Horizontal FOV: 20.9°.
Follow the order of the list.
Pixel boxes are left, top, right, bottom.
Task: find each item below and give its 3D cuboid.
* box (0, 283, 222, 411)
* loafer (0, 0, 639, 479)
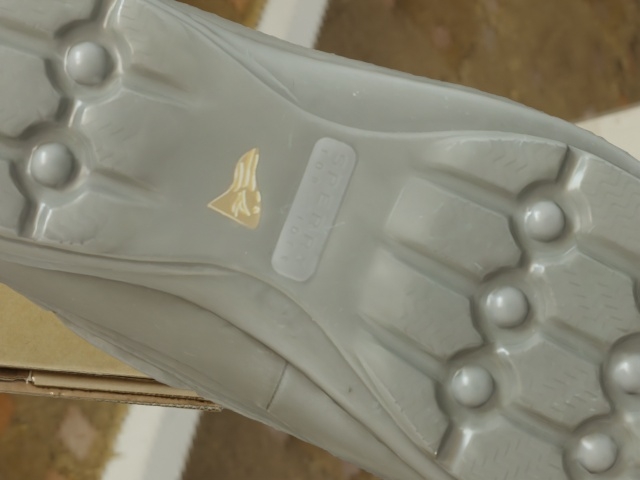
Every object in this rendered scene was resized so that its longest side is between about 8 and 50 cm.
[{"bbox_3d":[-0.116,-0.021,0.751,0.021,0.164,0.201,100,173,-50],"label":"box"},{"bbox_3d":[0.000,0.000,0.491,0.319,0.111,0.112,27,-94,-7],"label":"loafer"}]
